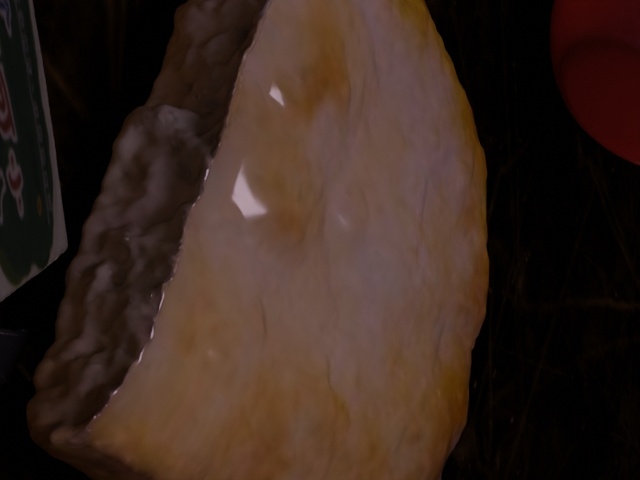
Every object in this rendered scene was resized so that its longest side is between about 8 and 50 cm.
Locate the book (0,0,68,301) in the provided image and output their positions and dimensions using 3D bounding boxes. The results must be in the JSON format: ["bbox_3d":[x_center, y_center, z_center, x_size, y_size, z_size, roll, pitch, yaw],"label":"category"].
[{"bbox_3d":[-0.172,-0.087,0.558,0.371,0.043,0.260,-80,163,-80],"label":"book"}]

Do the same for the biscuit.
[{"bbox_3d":[-0.001,0.000,0.956,0.446,0.104,0.429,43,53,-53],"label":"biscuit"}]

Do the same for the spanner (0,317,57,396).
[{"bbox_3d":[-0.136,0.042,0.821,0.208,0.012,0.046,-34,119,-55],"label":"spanner"}]

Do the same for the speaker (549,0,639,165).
[{"bbox_3d":[0.368,-0.217,1.428,0.294,0.294,0.294,-2,92,-60],"label":"speaker"}]
